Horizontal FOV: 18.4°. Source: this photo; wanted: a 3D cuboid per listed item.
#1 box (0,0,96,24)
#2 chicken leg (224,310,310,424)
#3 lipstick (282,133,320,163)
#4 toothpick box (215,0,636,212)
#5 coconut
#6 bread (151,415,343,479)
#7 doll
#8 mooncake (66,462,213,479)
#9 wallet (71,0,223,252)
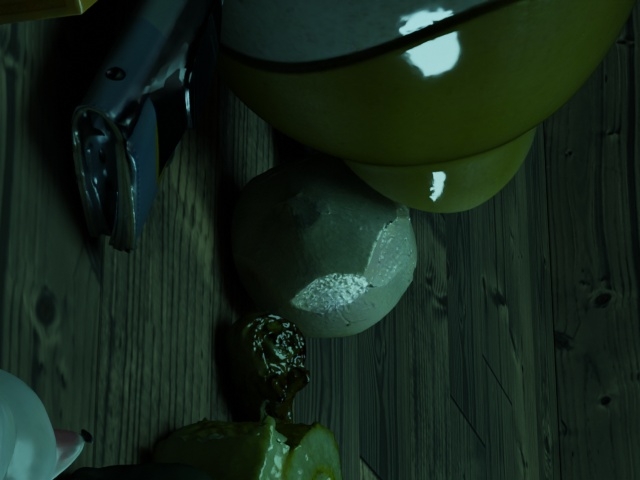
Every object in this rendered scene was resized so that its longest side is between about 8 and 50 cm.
[{"bbox_3d":[-0.170,-0.264,1.319,0.274,0.076,0.174,-62,145,-66],"label":"box"},{"bbox_3d":[-0.043,0.145,1.683,0.093,0.070,0.178,-121,-152,-60],"label":"chicken leg"},{"bbox_3d":[-0.001,-0.094,1.912,0.081,0.081,0.299,-54,131,-70],"label":"lipstick"},{"bbox_3d":[0.075,-0.272,1.602,0.425,0.409,0.409,93,1,-53],"label":"toothpick box"},{"bbox_3d":[0.003,0.000,1.727,0.162,0.161,0.161,71,17,-67],"label":"coconut"},{"bbox_3d":[-0.059,0.248,1.463,0.186,0.124,0.257,52,35,-53],"label":"bread"},{"bbox_3d":[-0.197,0.103,0.988,0.181,0.110,0.107,58,52,-70],"label":"doll"},{"bbox_3d":[-0.116,0.229,1.277,0.168,0.104,0.175,60,31,-71],"label":"mooncake"},{"bbox_3d":[-0.110,-0.115,1.399,0.170,0.069,0.231,99,11,-54],"label":"wallet"}]
